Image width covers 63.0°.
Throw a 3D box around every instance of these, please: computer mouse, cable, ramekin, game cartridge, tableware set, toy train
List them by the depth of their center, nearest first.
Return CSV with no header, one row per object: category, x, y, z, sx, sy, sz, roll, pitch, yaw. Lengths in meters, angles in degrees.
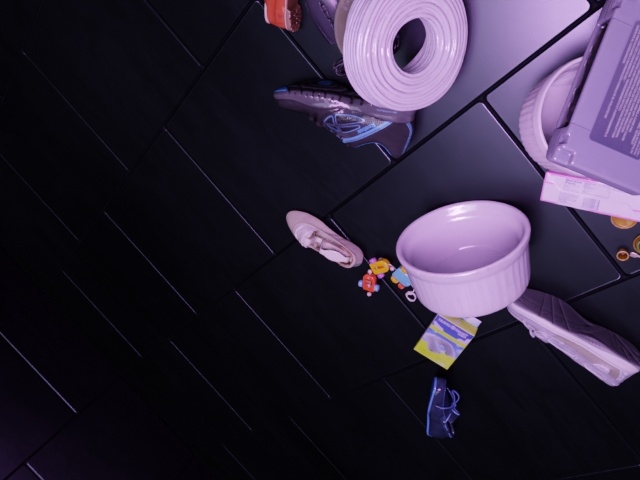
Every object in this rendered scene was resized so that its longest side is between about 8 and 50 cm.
game cartridge,0.513,-0.235,0.854,0.198,0.062,0.297,20,93,-12
ramekin,0.458,-0.214,0.931,0.208,0.109,0.206,-1,95,-7
cable,0.164,-0.372,0.977,0.089,0.257,0.256,43,122,52
tableware set,0.639,-0.025,1.050,0.104,0.024,0.154,15,125,22
computer mouse,0.057,-0.481,1.086,0.184,0.060,0.261,-8,114,35
ramekin,0.314,0.040,1.126,0.278,0.277,0.135,-2,125,32
toy train,0.182,0.099,1.384,0.167,0.046,0.125,11,124,28

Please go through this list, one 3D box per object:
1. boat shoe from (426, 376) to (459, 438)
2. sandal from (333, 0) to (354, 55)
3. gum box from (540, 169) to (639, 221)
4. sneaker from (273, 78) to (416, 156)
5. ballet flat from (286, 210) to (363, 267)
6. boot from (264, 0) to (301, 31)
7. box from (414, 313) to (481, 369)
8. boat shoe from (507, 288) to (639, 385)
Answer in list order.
boat shoe,0.356,0.475,1.492,0.089,0.109,0.258,8,139,18
sandal,0.104,-0.492,0.999,0.120,0.086,0.302,22,115,3
gum box,0.525,-0.105,0.999,0.189,0.107,0.062,18,126,29
sneaker,0.044,-0.277,1.178,0.341,0.125,0.139,17,127,22
ballet flat,0.000,0.000,1.403,0.249,0.086,0.086,29,129,13
boot,-0.089,-0.544,1.137,0.085,0.059,0.157,22,128,23
box,0.336,0.255,1.390,0.109,0.042,0.178,31,130,10
boat shoe,0.562,0.220,1.189,0.321,0.118,0.103,28,125,4
